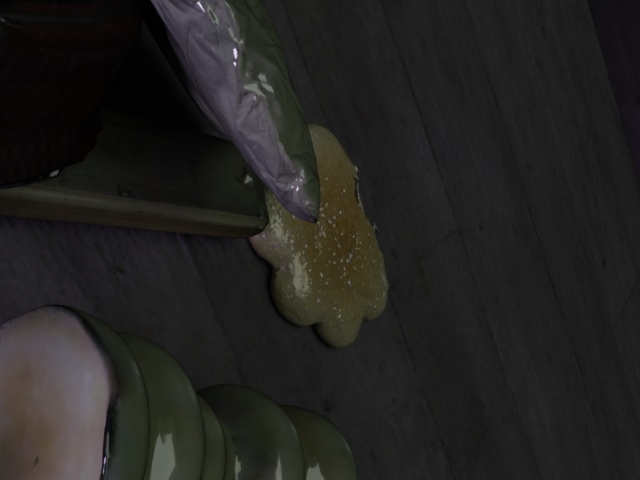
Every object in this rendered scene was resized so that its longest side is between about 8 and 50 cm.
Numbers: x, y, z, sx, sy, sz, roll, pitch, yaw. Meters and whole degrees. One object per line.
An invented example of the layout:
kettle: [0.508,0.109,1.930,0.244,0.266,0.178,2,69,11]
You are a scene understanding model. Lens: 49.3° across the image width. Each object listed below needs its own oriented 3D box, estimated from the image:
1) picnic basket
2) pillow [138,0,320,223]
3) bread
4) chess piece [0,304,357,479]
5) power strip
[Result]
picnic basket: [-0.227,-0.186,0.419,0.222,0.129,0.297,-23,84,-58]
pillow: [-0.088,-0.173,0.503,0.076,0.281,0.275,-29,119,-8]
bread: [0.000,0.000,0.781,0.181,0.038,0.251,-31,105,-50]
chess piece: [-0.092,0.173,0.536,0.330,0.182,0.183,29,60,-49]
power strip: [-0.190,-0.059,0.548,0.387,0.066,0.092,8,63,-50]
